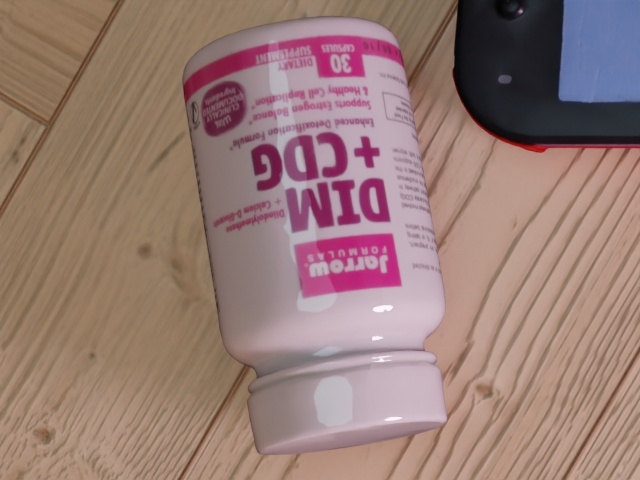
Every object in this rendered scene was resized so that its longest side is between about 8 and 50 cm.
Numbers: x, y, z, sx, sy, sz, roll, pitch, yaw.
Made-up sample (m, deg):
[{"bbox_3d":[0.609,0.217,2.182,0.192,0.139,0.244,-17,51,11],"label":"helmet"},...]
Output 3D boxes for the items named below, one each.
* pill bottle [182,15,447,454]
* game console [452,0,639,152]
[{"bbox_3d":[0.000,0.000,1.239,0.160,0.160,0.283,-13,78,17],"label":"pill bottle"},{"bbox_3d":[0.289,-0.227,1.228,0.386,0.060,0.342,1,82,19],"label":"game console"}]
